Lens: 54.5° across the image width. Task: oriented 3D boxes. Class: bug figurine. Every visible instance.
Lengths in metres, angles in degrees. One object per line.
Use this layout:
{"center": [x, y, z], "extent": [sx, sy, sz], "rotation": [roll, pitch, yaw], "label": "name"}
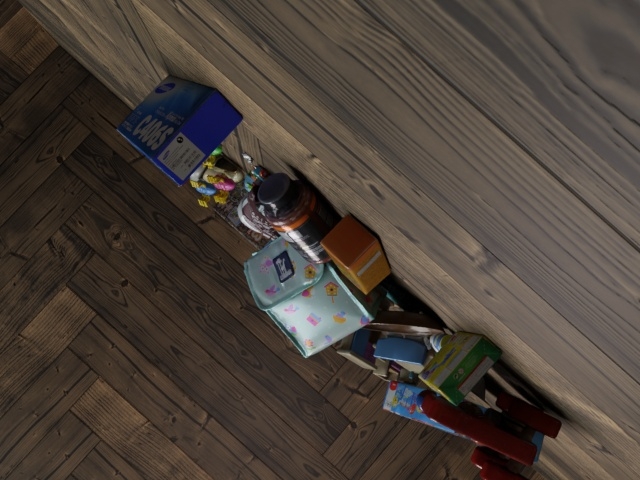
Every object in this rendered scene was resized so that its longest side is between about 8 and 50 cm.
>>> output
{"center": [-0.332, -0.222, 1.780], "extent": [0.216, 0.072, 0.279], "rotation": [22, 138, 43], "label": "bug figurine"}

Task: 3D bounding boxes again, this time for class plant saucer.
{"center": [0.182, 0.185, 1.404], "extent": [0.199, 0.036, 0.198], "rotation": [6, 167, 1], "label": "plant saucer"}

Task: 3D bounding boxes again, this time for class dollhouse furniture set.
{"center": [0.251, 0.264, 1.661], "extent": [0.303, 0.198, 0.286], "rotation": [2, 155, 41], "label": "dollhouse furniture set"}

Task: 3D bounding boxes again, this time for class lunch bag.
{"center": [-0.021, 0.096, 1.381], "extent": [0.262, 0.223, 0.160], "rotation": [50, -149, -10], "label": "lunch bag"}

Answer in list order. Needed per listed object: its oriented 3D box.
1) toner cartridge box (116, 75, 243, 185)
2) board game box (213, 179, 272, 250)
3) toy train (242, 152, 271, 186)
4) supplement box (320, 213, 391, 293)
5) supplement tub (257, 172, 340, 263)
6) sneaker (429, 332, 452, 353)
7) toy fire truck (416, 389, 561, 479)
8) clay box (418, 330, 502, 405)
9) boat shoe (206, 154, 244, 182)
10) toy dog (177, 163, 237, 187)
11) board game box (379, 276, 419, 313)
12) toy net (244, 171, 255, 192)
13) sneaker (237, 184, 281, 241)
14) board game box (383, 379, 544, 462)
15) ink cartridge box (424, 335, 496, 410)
{"center": [-0.282, -0.223, 1.196], "extent": [0.075, 0.165, 0.348], "rotation": [46, 173, -31], "label": "toner cartridge box"}
{"center": [-0.166, -0.032, 2.022], "extent": [0.291, 0.141, 0.232], "rotation": [39, 174, 34], "label": "board game box"}
{"center": [-0.148, -0.143, 1.505], "extent": [0.125, 0.046, 0.166], "rotation": [40, 175, 18], "label": "toy train"}
{"center": [0.071, 0.033, 1.174], "extent": [0.078, 0.080, 0.233], "rotation": [43, 178, 21], "label": "supplement box"}
{"center": [-0.037, -0.044, 1.188], "extent": [0.106, 0.106, 0.198], "rotation": [37, 172, 45], "label": "supplement tub"}
{"center": [0.299, 0.253, 1.392], "extent": [0.144, 0.053, 0.059], "rotation": [48, 159, -25], "label": "sneaker"}
{"center": [0.325, 0.379, 1.282], "extent": [0.254, 0.169, 0.302], "rotation": [26, 176, 7], "label": "toy fire truck"}
{"center": [0.261, 0.240, 1.199], "extent": [0.053, 0.127, 0.222], "rotation": [42, 175, 4], "label": "clay box"}
{"center": [-0.288, -0.225, 1.834], "extent": [0.153, 0.056, 0.048], "rotation": [37, 164, 28], "label": "boat shoe"}
{"center": [-0.445, -0.239, 2.256], "extent": [0.220, 0.161, 0.333], "rotation": [41, 175, 17], "label": "toy dog"}
{"center": [0.149, 0.105, 1.472], "extent": [0.186, 0.026, 0.126], "rotation": [39, 173, 31], "label": "board game box"}
{"center": [-0.116, -0.095, 1.699], "extent": [0.232, 0.045, 0.122], "rotation": [42, 173, -21], "label": "toy net"}
{"center": [-0.052, -0.037, 1.414], "extent": [0.281, 0.106, 0.162], "rotation": [27, 153, -5], "label": "sneaker"}
{"center": [0.379, 0.482, 1.675], "extent": [0.308, 0.086, 0.302], "rotation": [26, 166, -25], "label": "board game box"}
{"center": [0.395, 0.370, 1.738], "extent": [0.225, 0.056, 0.181], "rotation": [40, 177, -36], "label": "ink cartridge box"}
